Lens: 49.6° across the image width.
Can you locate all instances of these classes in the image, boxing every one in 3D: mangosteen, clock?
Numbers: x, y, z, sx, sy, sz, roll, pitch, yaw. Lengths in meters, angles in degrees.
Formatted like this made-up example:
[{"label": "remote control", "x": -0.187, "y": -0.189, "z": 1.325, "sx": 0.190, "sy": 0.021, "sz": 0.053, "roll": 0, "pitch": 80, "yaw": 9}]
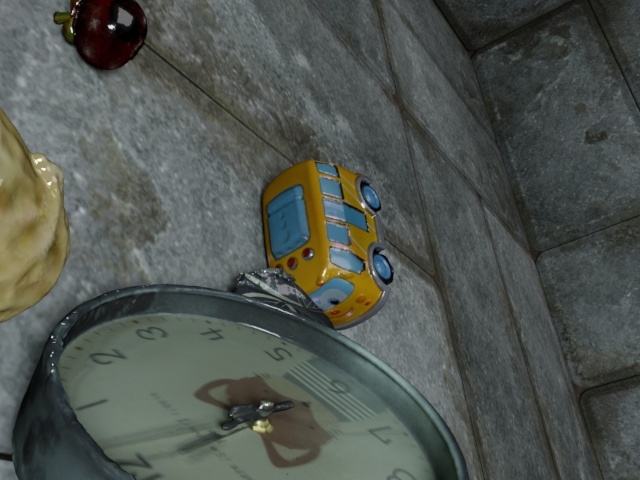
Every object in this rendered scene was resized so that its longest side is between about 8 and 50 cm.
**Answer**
[{"label": "mangosteen", "x": -0.214, "y": -0.214, "z": 0.695, "sx": 0.081, "sy": 0.081, "sz": 0.081, "roll": 44, "pitch": 33, "yaw": -39}, {"label": "clock", "x": -0.046, "y": 0.136, "z": 0.506, "sx": 0.325, "sy": 0.067, "sz": 0.325, "roll": 21, "pitch": 16, "yaw": -6}]

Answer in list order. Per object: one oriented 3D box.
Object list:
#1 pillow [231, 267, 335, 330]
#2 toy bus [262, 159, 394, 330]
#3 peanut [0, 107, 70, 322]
[{"label": "pillow", "x": -0.027, "y": 0.181, "z": 0.698, "sx": 0.161, "sy": 0.093, "sz": 0.335, "roll": 33, "pitch": 40, "yaw": -43}, {"label": "toy bus", "x": 0.000, "y": 0.000, "z": 0.877, "sx": 0.136, "sy": 0.126, "sz": 0.209, "roll": 24, "pitch": 47, "yaw": -43}, {"label": "peanut", "x": -0.263, "y": -0.059, "z": 0.362, "sx": 0.325, "sy": 0.153, "sz": 0.140, "roll": 56, "pitch": 14, "yaw": -46}]
